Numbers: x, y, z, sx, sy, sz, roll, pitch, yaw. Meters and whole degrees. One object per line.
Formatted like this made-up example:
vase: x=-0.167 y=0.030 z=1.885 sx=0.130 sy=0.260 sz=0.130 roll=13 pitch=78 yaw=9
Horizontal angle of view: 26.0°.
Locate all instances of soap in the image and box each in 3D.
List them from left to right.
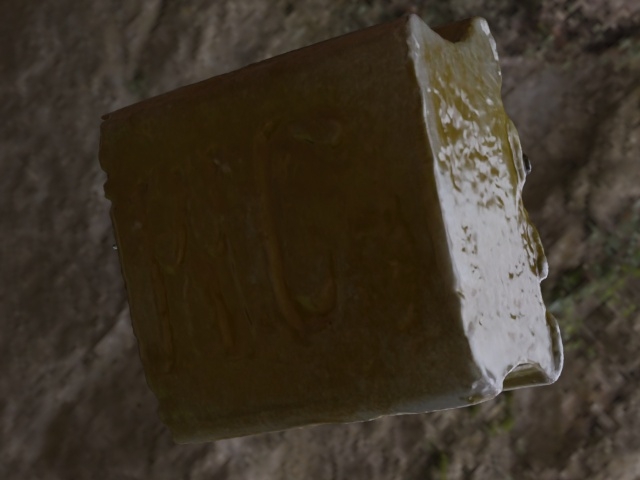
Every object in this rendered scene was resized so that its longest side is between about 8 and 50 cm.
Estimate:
soap: x=0.000 y=0.000 z=1.105 sx=0.335 sy=0.294 sz=0.156 roll=-11 pitch=176 yaw=36

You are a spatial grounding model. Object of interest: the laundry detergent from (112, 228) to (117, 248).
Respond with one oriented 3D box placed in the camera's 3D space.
laundry detergent: x=-0.167 y=-0.054 z=1.639 sx=0.206 sy=0.061 sz=0.096 roll=-40 pitch=179 yaw=-27
